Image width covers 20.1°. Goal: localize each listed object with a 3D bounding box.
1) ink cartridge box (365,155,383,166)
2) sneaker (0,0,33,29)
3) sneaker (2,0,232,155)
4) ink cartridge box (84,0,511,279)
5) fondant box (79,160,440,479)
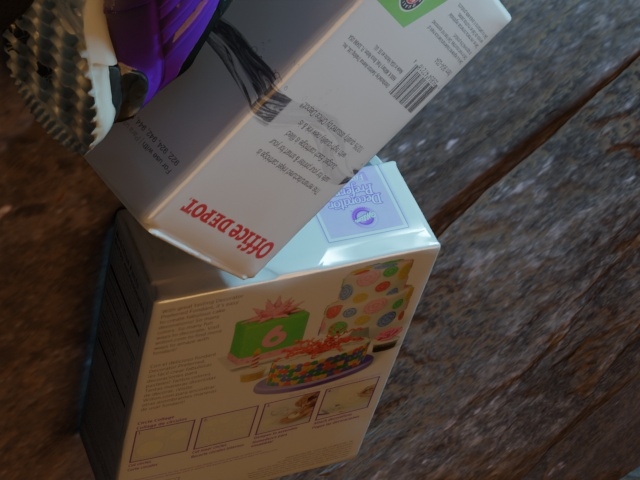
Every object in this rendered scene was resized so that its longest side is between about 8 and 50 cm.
[{"bbox_3d":[0.000,0.000,1.603,0.145,0.045,0.179,-38,164,-10],"label":"ink cartridge box"},{"bbox_3d":[-0.243,-0.117,0.851,0.341,0.139,0.125,-6,136,-57],"label":"sneaker"},{"bbox_3d":[-0.099,-0.184,1.037,0.146,0.102,0.293,-34,161,-30],"label":"sneaker"},{"bbox_3d":[-0.022,-0.120,1.241,0.273,0.115,0.198,-45,157,5],"label":"ink cartridge box"},{"bbox_3d":[-0.061,0.088,1.496,0.238,0.096,0.330,-11,147,-21],"label":"fondant box"}]
